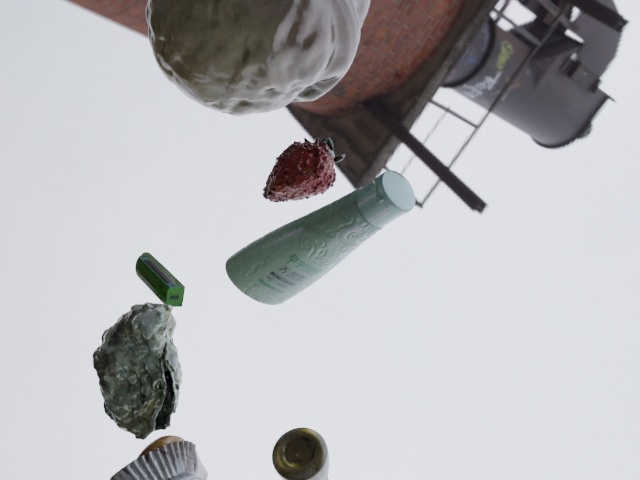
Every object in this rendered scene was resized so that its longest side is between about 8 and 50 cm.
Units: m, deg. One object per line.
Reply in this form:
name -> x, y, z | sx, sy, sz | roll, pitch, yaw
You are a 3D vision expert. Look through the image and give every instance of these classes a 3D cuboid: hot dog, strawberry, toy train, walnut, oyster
hot dog -> -0.201, 0.311, 0.947 | 0.069, 0.131, 0.252 | 50, -27, 22
strawberry -> -0.045, -0.160, 1.693 | 0.192, 0.085, 0.140 | -1, -100, 15
toy train -> -0.338, 0.074, 1.545 | 0.209, 0.042, 0.044 | 31, -65, 50
walnut -> -0.070, -0.254, 0.823 | 0.248, 0.248, 0.248 | -14, -111, 41
oyster -> -0.305, 0.204, 1.272 | 0.198, 0.112, 0.267 | 27, -64, 45

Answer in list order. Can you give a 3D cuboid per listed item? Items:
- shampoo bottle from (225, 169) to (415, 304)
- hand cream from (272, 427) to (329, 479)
shampoo bottle -> 0.000, 0.000, 0.630 | 0.191, 0.069, 0.041 | -32, -148, 41
hand cream -> -0.017, 0.371, 1.185 | 0.084, 0.203, 0.084 | -5, -131, 6
